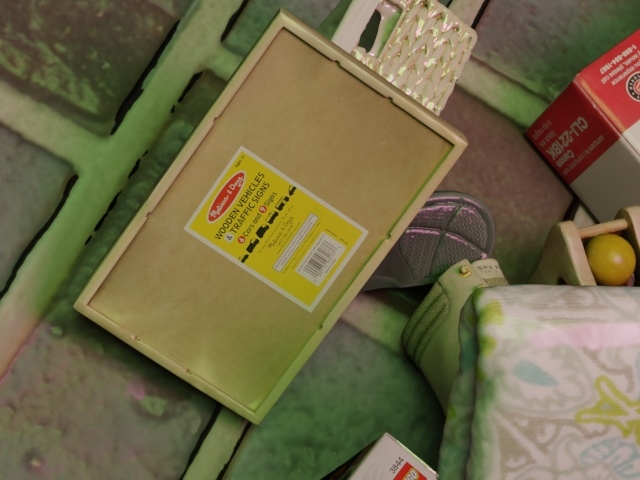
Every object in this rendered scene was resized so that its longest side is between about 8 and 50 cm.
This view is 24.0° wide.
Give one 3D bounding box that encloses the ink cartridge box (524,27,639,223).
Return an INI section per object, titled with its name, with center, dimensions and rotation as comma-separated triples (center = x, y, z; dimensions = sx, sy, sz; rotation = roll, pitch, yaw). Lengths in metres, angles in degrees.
[ink cartridge box]
center = 0.343, -0.059, 1.278
dimensions = 0.197, 0.114, 0.273
rotation = -36, 82, -25

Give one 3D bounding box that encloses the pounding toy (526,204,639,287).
[pounding toy]
center = 0.223, 0.113, 1.153
dimensions = 0.154, 0.154, 0.270
rotation = -12, 73, -22

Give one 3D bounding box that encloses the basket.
[basket]
center = 0.036, -0.125, 1.192
dimensions = 0.103, 0.167, 0.113
rotation = 32, 65, -9

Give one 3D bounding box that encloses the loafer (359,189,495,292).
[loafer]
center = 0.000, 0.000, 1.190
dimensions = 0.267, 0.084, 0.096
rotation = -1, 101, -13

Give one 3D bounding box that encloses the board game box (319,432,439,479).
[board game box]
center = -0.054, 0.273, 0.994
dimensions = 0.053, 0.193, 0.305
rotation = 41, 64, 1

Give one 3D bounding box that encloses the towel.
[towel]
center = 0.233, 0.203, 1.046
dimensions = 0.320, 0.090, 0.374
rotation = -1, 114, -16

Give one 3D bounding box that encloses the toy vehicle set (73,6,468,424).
[toy vehicle set]
center = -0.038, -0.014, 1.101
dimensions = 0.166, 0.035, 0.267
rotation = 35, 101, -10

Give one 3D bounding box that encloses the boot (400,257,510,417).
[boot]
center = 0.162, 0.069, 1.123
dimensions = 0.077, 0.213, 0.165
rotation = 27, 29, -43
